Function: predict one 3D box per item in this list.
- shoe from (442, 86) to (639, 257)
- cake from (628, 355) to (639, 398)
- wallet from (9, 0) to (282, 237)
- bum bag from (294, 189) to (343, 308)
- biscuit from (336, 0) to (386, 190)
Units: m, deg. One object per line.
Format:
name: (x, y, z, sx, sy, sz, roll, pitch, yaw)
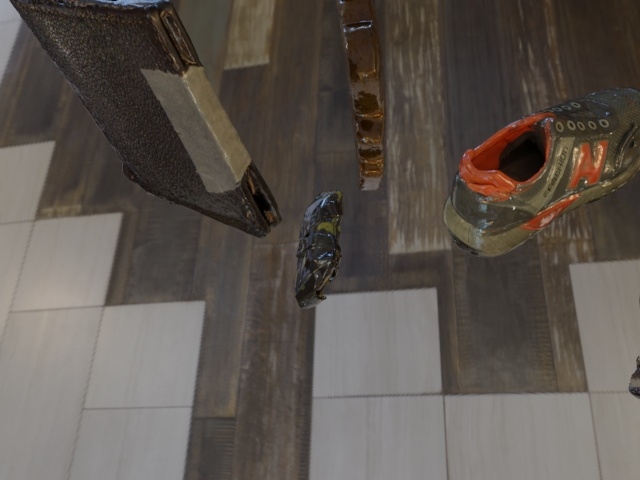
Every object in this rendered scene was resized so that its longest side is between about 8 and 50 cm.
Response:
shoe: (0.172, -0.066, 0.470, 0.194, 0.077, 0.074, -32, 55, -13)
cake: (0.803, 0.324, 1.409, 0.135, 0.246, 0.112, 31, 74, -11)
wallet: (-0.153, -0.126, 0.581, 0.071, 0.220, 0.262, -41, 43, -20)
bum bag: (0.000, 0.000, 1.091, 0.107, 0.060, 0.232, -40, 34, 40)
biscuit: (0.052, -0.185, 0.767, 0.043, 0.301, 0.278, -7, 44, 3)
